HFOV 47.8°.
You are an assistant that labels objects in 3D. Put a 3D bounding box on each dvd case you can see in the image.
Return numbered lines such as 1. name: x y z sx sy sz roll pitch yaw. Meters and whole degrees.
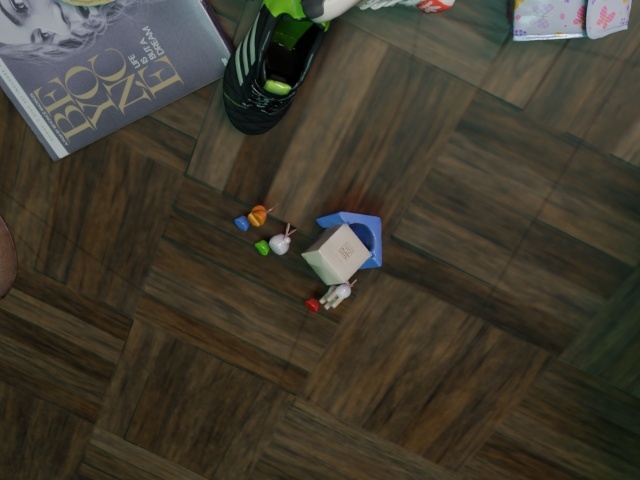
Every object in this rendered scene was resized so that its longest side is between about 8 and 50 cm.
1. dvd case: -0.199 -0.178 0.622 0.221 0.018 0.164 -20 114 25

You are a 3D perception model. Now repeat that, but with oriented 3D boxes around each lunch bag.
1. lunch bag: 0.176 -0.179 0.503 0.083 0.053 0.071 0 122 4

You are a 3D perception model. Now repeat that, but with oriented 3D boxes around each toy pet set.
1. toy pet set: 0.000 0.000 0.668 0.122 0.065 0.114 51 154 -14

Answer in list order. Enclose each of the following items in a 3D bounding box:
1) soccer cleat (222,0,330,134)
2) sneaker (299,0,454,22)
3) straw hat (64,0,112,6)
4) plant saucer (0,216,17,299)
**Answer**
1. soccer cleat: -0.038 -0.130 0.553 0.060 0.072 0.179 13 146 -16
2. sneaker: 0.059 -0.178 0.484 0.057 0.161 0.075 10 139 53
3. straw hat: -0.204 -0.246 0.538 0.145 0.061 0.144 6 111 17
4. plant saucer: -0.430 0.004 0.785 0.199 0.036 0.198 6 122 10
